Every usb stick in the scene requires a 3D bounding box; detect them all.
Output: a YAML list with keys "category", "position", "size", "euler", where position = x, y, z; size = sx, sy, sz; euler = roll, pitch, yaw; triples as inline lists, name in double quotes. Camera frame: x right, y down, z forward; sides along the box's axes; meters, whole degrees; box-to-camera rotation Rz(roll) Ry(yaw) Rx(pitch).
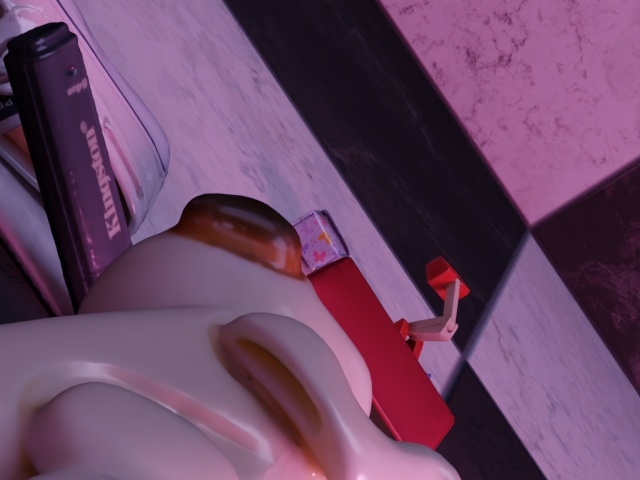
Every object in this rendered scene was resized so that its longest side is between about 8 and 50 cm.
- category: "usb stick"
  position: [-0.193, -0.036, 1.240]
  size: [0.077, 0.045, 0.278]
  euler: [-41, 125, -51]

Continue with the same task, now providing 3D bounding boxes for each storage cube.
- category: "storage cube"
  position: [-0.018, 0.149, 1.343]
  size: [0.215, 0.183, 0.193]
  euler: [56, 16, 2]

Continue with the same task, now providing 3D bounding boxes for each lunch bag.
- category: "lunch bag"
  position: [0.000, 0.000, 1.881]
  size: [0.071, 0.053, 0.083]
  euler: [60, 8, 7]

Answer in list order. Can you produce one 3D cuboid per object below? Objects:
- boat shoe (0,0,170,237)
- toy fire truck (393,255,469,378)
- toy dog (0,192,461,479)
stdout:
- category: "boat shoe"
  position: [-0.269, -0.131, 1.293]
  size: [0.367, 0.135, 0.156]
  euler: [54, 26, -30]
- category: "toy fire truck"
  position: [0.121, 0.114, 1.859]
  size: [0.047, 0.135, 0.192]
  euler: [48, 19, -27]
- category: "toy dog"
  position: [-0.115, 0.142, 0.949]
  size: [0.395, 0.285, 0.408]
  euler: [22, 28, 13]
